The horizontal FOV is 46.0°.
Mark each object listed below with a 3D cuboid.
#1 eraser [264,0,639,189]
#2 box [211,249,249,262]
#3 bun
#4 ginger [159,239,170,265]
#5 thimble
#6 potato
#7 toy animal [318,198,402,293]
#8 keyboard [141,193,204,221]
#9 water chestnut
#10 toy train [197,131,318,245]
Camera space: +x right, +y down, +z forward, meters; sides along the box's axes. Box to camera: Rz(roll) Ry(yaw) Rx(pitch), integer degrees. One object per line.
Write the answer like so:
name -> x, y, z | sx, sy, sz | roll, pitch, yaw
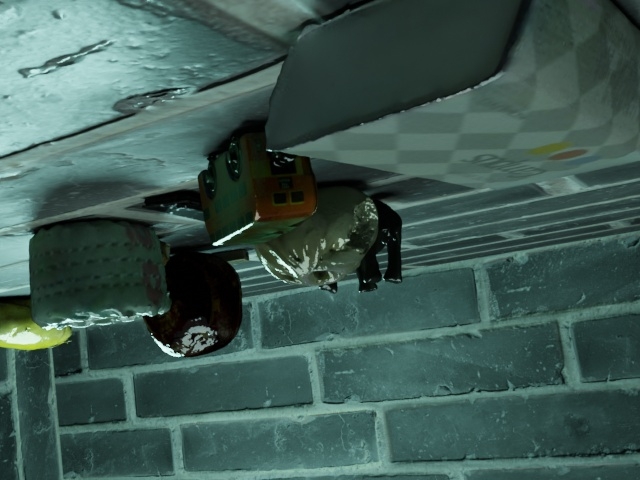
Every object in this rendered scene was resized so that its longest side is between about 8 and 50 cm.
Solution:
eraser -> 0.156, -0.111, 0.625 | 0.213, 0.082, 0.397 | -12, 172, 35
box -> -0.202, 0.039, 1.655 | 0.083, 0.024, 0.053 | -7, 172, 5
bun -> 0.000, 0.000, 1.109 | 0.193, 0.127, 0.178 | -19, 158, 35
ginger -> -0.334, 0.033, 1.290 | 0.165, 0.067, 0.096 | -3, -167, -31
thimble -> -0.333, 0.054, 1.149 | 0.211, 0.149, 0.185 | -2, 169, -36
potato -> -0.796, 0.224, 2.032 | 0.173, 0.140, 0.300 | -4, 170, 30
toy animal -> 0.060, 0.013, 1.259 | 0.115, 0.146, 0.245 | 8, 163, -42
keyboard -> -0.165, -0.042, 1.077 | 0.072, 0.023, 0.231 | -3, 174, 19
water chestnut -> -0.257, 0.127, 1.558 | 0.224, 0.223, 0.238 | -12, -173, 28
toy train -> -0.069, -0.053, 0.777 | 0.072, 0.099, 0.188 | -4, 173, -26
